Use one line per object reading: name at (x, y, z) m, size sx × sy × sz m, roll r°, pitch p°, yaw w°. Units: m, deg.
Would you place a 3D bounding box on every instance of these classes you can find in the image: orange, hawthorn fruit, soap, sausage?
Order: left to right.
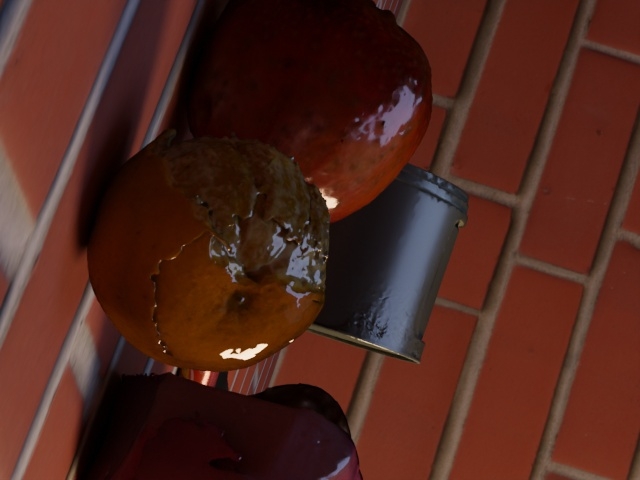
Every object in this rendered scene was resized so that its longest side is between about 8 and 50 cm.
sausage at (-0.127, 0.136, 1.749) m, size 0.048 × 0.050 × 0.145 m, roll -22°, pitch 138°, yaw -49°
orange at (-0.068, 0.003, 1.020) m, size 0.134 × 0.156 × 0.157 m, roll 47°, pitch -52°, yaw 46°
soap at (-0.079, 0.198, 1.360) m, size 0.325 × 0.220 × 0.127 m, roll 70°, pitch 34°, yaw -73°
hawthorn fruit at (-0.016, -0.087, 1.206) m, size 0.200 × 0.179 × 0.179 m, roll -59°, pitch 176°, yaw -6°

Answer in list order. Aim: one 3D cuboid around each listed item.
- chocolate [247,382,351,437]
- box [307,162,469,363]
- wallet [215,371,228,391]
chocolate at (-0.101, 0.329, 1.835) m, size 0.210 × 0.225 × 0.340 m, roll -25°, pitch 133°, yaw -68°
box at (0.000, 0.000, 1.419) m, size 0.226 × 0.226 × 0.149 m, roll 76°, pitch 33°, yaw -85°
wallet at (-0.168, 0.286, 2.070) m, size 0.146 × 0.030 × 0.285 m, roll 95°, pitch 12°, yaw -65°
